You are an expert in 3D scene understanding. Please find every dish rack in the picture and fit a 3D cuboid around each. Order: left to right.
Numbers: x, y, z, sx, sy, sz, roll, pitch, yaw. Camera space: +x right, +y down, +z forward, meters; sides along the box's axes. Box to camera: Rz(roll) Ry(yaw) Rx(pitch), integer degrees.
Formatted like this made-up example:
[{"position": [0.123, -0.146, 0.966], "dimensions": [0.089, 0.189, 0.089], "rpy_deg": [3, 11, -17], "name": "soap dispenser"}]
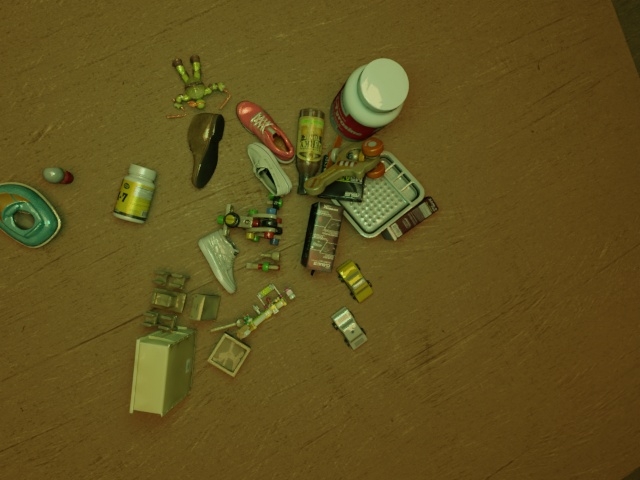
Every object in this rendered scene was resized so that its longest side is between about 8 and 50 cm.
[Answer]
[{"position": [0.236, -0.190, 1.710], "dimensions": [0.332, 0.072, 0.286], "rpy_deg": [-38, 76, -7], "name": "dish rack"}]

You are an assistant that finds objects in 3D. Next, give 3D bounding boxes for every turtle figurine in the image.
[{"position": [-0.508, -0.603, 1.582], "dimensions": [0.269, 0.087, 0.218], "rpy_deg": [-20, 90, 2], "name": "turtle figurine"}]

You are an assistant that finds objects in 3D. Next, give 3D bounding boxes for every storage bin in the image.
[{"position": [-0.584, 0.482, 1.536], "dimensions": [0.122, 0.260, 0.263], "rpy_deg": [6, 91, 7], "name": "storage bin"}]

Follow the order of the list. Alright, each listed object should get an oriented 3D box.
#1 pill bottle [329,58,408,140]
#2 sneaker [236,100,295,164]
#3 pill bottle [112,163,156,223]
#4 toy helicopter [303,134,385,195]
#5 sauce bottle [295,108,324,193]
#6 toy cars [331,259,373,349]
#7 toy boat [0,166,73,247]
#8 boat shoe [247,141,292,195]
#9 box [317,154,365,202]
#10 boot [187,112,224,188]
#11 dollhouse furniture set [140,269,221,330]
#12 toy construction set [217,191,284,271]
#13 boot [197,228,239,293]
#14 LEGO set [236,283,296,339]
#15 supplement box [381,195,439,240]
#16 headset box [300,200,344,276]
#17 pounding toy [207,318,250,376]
[{"position": [0.182, -0.531, 1.549], "dimensions": [0.228, 0.407, 0.230], "rpy_deg": [0, 92, -10], "name": "pill bottle"}, {"position": [-0.208, -0.448, 1.620], "dimensions": [0.314, 0.136, 0.116], "rpy_deg": [45, 83, -9], "name": "sneaker"}, {"position": [-0.709, -0.179, 1.551], "dimensions": [0.119, 0.119, 0.209], "rpy_deg": [16, 89, -10], "name": "pill bottle"}, {"position": [0.072, -0.296, 1.596], "dimensions": [0.354, 0.235, 0.140], "rpy_deg": [-35, 140, -17], "name": "toy helicopter"}, {"position": [-0.046, -0.362, 1.667], "dimensions": [0.111, 0.111, 0.345], "rpy_deg": [3, 92, -10], "name": "sauce bottle"}, {"position": [0.143, 0.284, 1.739], "dimensions": [0.176, 0.087, 0.395], "rpy_deg": [6, 91, -10], "name": "toy cars"}, {"position": [-1.050, -0.147, 1.476], "dimensions": [0.267, 0.148, 0.318], "rpy_deg": [43, 85, -9], "name": "toy boat"}, {"position": [-0.223, -0.283, 1.609], "dimensions": [0.088, 0.096, 0.268], "rpy_deg": [-26, 78, -45], "name": "boat shoe"}, {"position": [0.093, -0.259, 1.682], "dimensions": [0.190, 0.045, 0.185], "rpy_deg": [9, 73, 8], "name": "box"}, {"position": [-0.476, -0.359, 1.608], "dimensions": [0.115, 0.112, 0.306], "rpy_deg": [12, 86, 9], "name": "boot"}, {"position": [-0.547, 0.247, 1.602], "dimensions": [0.241, 0.161, 0.213], "rpy_deg": [10, 82, 9], "name": "dollhouse furniture set"}, {"position": [-0.277, -0.024, 1.599], "dimensions": [0.236, 0.257, 0.310], "rpy_deg": [3, 108, 0], "name": "toy construction set"}, {"position": [-0.379, 0.080, 1.632], "dimensions": [0.123, 0.095, 0.259], "rpy_deg": [-30, 97, -2], "name": "boot"}, {"position": [-0.243, 0.274, 1.650], "dimensions": [0.286, 0.132, 0.107], "rpy_deg": [-36, 91, -15], "name": "LEGO set"}, {"position": [0.376, -0.095, 1.744], "dimensions": [0.239, 0.130, 0.073], "rpy_deg": [-34, 97, -8], "name": "supplement box"}, {"position": [0.000, 0.000, 1.635], "dimensions": [0.110, 0.218, 0.294], "rpy_deg": [11, 91, -9], "name": "headset box"}, {"position": [-0.375, 0.415, 1.655], "dimensions": [0.181, 0.094, 0.206], "rpy_deg": [33, 77, -5], "name": "pounding toy"}]
